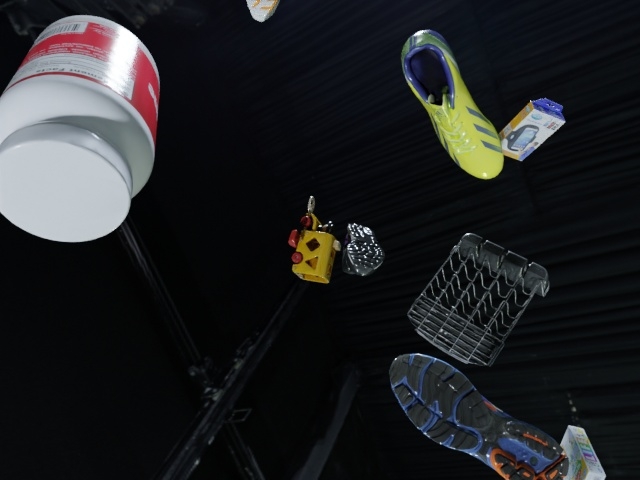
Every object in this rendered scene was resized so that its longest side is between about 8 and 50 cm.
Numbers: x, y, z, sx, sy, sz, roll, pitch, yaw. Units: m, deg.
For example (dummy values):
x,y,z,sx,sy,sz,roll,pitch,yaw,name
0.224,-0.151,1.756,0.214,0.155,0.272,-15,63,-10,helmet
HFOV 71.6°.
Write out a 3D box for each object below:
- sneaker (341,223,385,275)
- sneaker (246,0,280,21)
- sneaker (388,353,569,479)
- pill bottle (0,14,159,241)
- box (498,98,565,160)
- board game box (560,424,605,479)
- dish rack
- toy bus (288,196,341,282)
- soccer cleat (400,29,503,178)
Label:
x,y,z,sx,sy,sz,roll,pitch,yaw,name
0.113,0.058,1.277,0.283,0.107,0.124,-81,7,-69,sneaker
-0.102,-0.593,1.002,0.083,0.084,0.215,21,-95,-75,sneaker
0.174,0.216,0.532,0.221,0.083,0.087,37,170,6,sneaker
-0.396,-0.198,0.746,0.229,0.229,0.408,45,-161,-42,pill bottle
0.422,-0.223,0.899,0.081,0.136,0.028,14,-124,-17,box
0.424,0.412,0.753,0.103,0.026,0.154,-55,-25,-68,board game box
0.322,0.121,0.920,0.271,0.208,0.074,-49,-32,-17,dish rack
-0.001,0.013,1.168,0.191,0.104,0.202,-55,-31,-56,toy bus
0.222,-0.215,0.758,0.289,0.093,0.121,55,-145,-18,soccer cleat
